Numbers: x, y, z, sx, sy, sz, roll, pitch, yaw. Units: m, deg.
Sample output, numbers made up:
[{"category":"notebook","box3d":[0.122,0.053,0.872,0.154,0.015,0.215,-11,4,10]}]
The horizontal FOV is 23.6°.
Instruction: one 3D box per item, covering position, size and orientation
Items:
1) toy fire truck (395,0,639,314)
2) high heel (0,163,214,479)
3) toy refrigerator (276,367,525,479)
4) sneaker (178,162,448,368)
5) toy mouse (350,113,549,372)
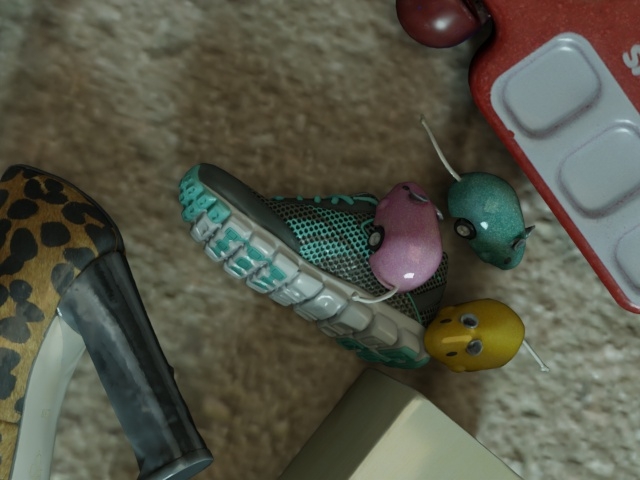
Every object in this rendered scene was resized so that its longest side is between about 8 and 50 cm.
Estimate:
[{"category":"toy fire truck","box3d":[0.182,-0.139,0.812,0.254,0.169,0.302,-36,99,10]},{"category":"high heel","box3d":[-0.203,0.086,0.784,0.261,0.093,0.186,-27,76,2]},{"category":"toy refrigerator","box3d":[-0.012,0.204,0.803,0.094,0.102,0.269,40,84,-11]},{"category":"sneaker","box3d":[0.000,0.000,0.824,0.166,0.065,0.076,35,68,-19]},{"category":"toy mouse","box3d":[0.074,-0.002,0.819,0.161,0.031,0.143,4,76,-43]}]
